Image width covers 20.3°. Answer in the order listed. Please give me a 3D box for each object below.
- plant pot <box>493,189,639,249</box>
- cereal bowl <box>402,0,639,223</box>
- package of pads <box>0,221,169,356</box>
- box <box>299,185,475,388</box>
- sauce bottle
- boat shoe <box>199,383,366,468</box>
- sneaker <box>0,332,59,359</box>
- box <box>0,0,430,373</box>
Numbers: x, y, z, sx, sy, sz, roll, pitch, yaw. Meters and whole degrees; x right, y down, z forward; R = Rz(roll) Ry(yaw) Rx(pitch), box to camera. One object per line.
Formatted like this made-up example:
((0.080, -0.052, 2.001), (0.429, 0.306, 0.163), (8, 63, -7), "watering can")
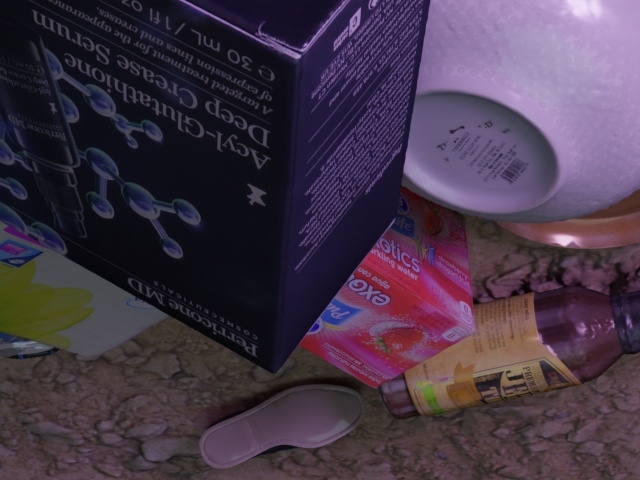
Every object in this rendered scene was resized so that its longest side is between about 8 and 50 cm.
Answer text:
((0.266, -0.070, 1.750), (0.236, 0.032, 0.236), (2, 145, 1), "plant pot")
((0.147, -0.127, 1.532), (0.339, 0.141, 0.339), (15, 144, 11), "cereal bowl")
((-0.251, 0.012, 1.752), (0.229, 0.101, 0.296), (-30, 148, 31), "package of pads")
((0.000, 0.000, 1.753), (0.142, 0.154, 0.300), (-32, 132, 33), "box")
((0.230, 0.110, 1.919), (0.344, 0.111, 0.111), (-14, 139, 16), "sauce bottle")
((-0.041, 0.212, 2.096), (0.206, 0.075, 0.065), (-19, 180, 13), "boat shoe")
((-0.378, 0.085, 1.918), (0.211, 0.080, 0.081), (-11, 134, -2), "sneaker")
((-0.094, -0.135, 1.405), (0.293, 0.212, 0.395), (27, 146, 16), "box")
